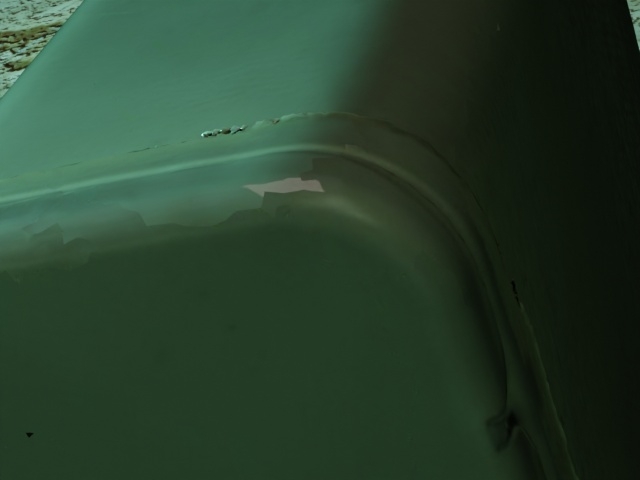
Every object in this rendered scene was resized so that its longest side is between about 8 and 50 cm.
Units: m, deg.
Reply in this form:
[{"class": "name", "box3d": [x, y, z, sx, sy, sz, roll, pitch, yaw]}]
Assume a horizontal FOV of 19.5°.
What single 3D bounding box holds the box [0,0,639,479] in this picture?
[{"class": "box", "box3d": [0.032, 0.055, 0.634, 0.177, 0.352, 0.344, -9, 29, 21]}]
